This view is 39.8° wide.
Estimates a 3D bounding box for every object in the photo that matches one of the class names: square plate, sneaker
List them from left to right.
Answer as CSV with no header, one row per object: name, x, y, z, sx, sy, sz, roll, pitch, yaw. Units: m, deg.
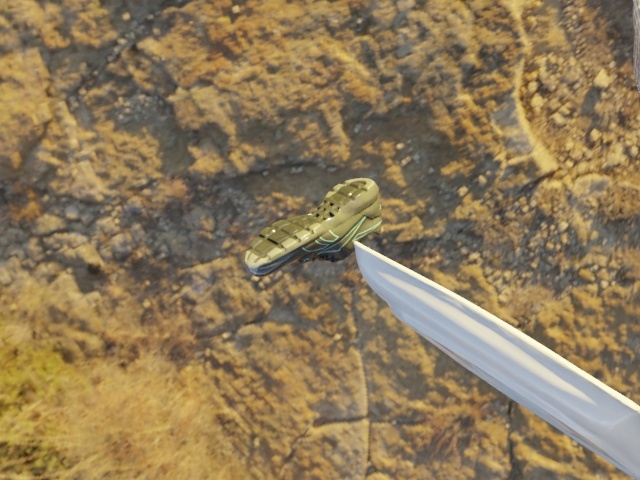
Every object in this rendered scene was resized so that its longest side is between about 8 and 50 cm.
sneaker,0.000,0.000,1.453,0.101,0.267,0.106,28,143,53
square plate,0.222,0.148,0.920,0.344,0.347,0.049,31,85,42

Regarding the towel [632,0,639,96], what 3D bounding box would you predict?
towel,0.462,-0.215,1.116,0.121,0.235,0.283,-9,62,15
